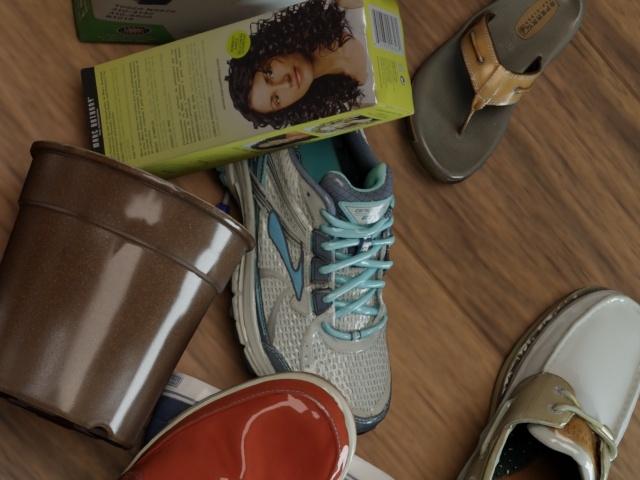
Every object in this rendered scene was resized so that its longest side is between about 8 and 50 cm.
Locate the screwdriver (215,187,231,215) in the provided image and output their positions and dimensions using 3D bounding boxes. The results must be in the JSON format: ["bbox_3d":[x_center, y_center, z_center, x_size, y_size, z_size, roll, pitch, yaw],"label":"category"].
[{"bbox_3d":[-0.066,-0.039,1.290,0.024,0.025,0.170,26,72,-16],"label":"screwdriver"}]

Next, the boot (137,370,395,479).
[{"bbox_3d":[-0.040,0.171,1.243,0.190,0.069,0.086,26,79,-8],"label":"boot"}]

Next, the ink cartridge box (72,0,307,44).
[{"bbox_3d":[-0.071,-0.212,1.215,0.160,0.219,0.092,-1,78,-22],"label":"ink cartridge box"}]

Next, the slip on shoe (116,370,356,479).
[{"bbox_3d":[-0.111,0.205,1.145,0.331,0.101,0.123,-34,96,-11],"label":"slip on shoe"}]

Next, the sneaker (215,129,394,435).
[{"bbox_3d":[0.000,0.000,1.244,0.110,0.122,0.283,-13,86,-38],"label":"sneaker"}]

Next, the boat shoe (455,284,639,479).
[{"bbox_3d":[0.173,0.159,1.304,0.113,0.103,0.302,38,68,-12],"label":"boat shoe"}]

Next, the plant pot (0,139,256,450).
[{"bbox_3d":[-0.151,0.042,1.172,0.167,0.167,0.165,26,78,-16],"label":"plant pot"}]

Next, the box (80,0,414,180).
[{"bbox_3d":[-0.054,-0.102,1.202,0.058,0.232,0.087,7,72,-59],"label":"box"}]

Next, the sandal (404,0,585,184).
[{"bbox_3d":[0.145,-0.139,1.375,0.090,0.060,0.219,47,67,-7],"label":"sandal"}]
